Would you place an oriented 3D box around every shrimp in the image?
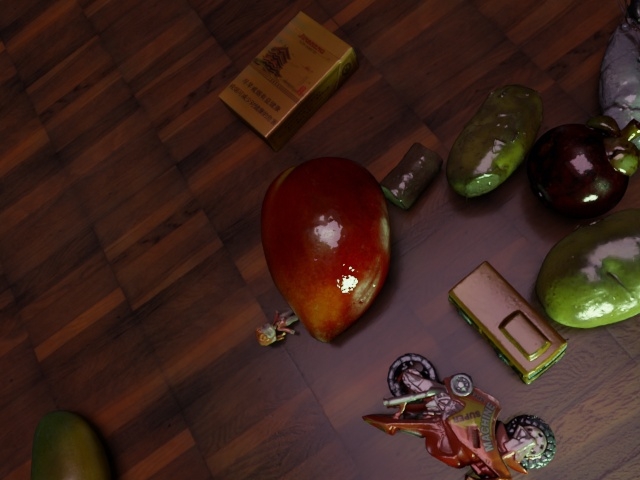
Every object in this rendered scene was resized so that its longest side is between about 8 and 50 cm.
[{"bbox_3d":[0.590,-0.331,0.982,0.145,0.116,0.342,1,81,16],"label":"shrimp"}]

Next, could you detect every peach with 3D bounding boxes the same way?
[{"bbox_3d":[0.000,0.000,0.995,0.258,0.201,0.361,-1,71,14],"label":"peach"}]

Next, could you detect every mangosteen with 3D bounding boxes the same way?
[{"bbox_3d":[0.459,-0.133,0.919,0.200,0.200,0.199,-4,73,14],"label":"mangosteen"}]

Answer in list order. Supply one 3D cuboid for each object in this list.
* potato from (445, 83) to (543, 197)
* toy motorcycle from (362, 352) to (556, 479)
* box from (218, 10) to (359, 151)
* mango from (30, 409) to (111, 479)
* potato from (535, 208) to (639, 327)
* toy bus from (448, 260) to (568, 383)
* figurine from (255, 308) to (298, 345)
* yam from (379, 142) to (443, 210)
[{"bbox_3d":[0.326,-0.183,1.004,0.149,0.113,0.251,17,77,57],"label":"potato"},{"bbox_3d":[0.231,0.315,0.900,0.298,0.089,0.171,25,83,21],"label":"toy motorcycle"},{"bbox_3d":[-0.071,-0.357,1.197,0.274,0.076,0.174,-46,69,-1],"label":"box"},{"bbox_3d":[-0.497,0.451,1.058,0.156,0.114,0.251,-35,55,14],"label":"mango"},{"bbox_3d":[0.478,0.046,0.888,0.248,0.143,0.169,-36,71,12],"label":"potato"},{"bbox_3d":[0.320,0.139,0.915,0.098,0.114,0.201,-41,68,2],"label":"toy bus"},{"bbox_3d":[-0.079,0.168,1.058,0.109,0.047,0.064,-34,59,-19],"label":"figurine"},{"bbox_3d":[0.178,-0.128,1.055,0.084,0.084,0.127,37,86,22],"label":"yam"}]
